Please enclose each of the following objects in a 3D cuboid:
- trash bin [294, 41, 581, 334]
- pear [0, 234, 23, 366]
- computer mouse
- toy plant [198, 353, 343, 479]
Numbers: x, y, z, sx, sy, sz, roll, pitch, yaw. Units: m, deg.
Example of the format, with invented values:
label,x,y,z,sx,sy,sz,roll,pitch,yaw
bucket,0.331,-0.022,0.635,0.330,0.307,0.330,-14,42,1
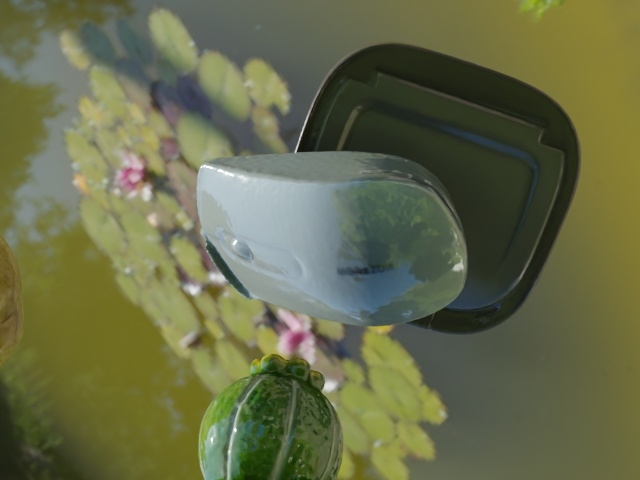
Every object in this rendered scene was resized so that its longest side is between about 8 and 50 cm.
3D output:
label,x,y,z,sx,sy,sz,roll,pitch,yaw
trash bin,0.085,-0.058,1.143,0.220,0.219,0.250,20,-169,-3
pear,-0.349,0.055,1.211,0.178,0.178,0.178,34,145,28
computer mouse,0.000,0.000,0.955,0.231,0.079,0.127,-2,119,33
toy plant,-0.037,0.147,0.769,0.093,0.162,0.093,11,161,4
